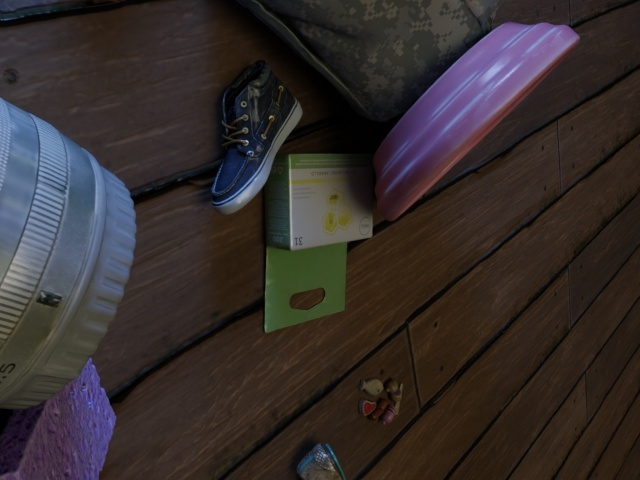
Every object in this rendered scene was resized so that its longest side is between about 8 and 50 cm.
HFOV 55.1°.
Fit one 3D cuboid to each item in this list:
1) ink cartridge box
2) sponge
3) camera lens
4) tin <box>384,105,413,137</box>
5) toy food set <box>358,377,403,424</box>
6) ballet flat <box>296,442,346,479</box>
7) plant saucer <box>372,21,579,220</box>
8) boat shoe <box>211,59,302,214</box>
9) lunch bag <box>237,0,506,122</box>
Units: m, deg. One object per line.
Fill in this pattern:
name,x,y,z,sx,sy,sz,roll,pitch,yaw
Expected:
ink cartridge box,0.000,0.000,0.835,0.171,0.056,0.235,-8,101,-47
sponge,-0.223,0.175,0.528,0.031,0.210,0.117,-13,112,-5
camera lens,-0.291,-0.015,0.392,0.274,0.219,0.219,31,74,-46
tin,0.140,-0.224,0.962,0.106,0.040,0.189,-30,118,-45
toy food set,0.104,0.267,1.015,0.122,0.019,0.078,12,88,-48
ballet flat,0.017,0.385,0.921,0.067,0.073,0.206,-30,118,-10
plant saucer,0.186,-0.166,0.820,0.084,0.332,0.332,47,54,5
boat shoe,-0.092,-0.122,0.711,0.083,0.065,0.183,50,54,-38
lunch bag,0.052,-0.315,0.724,0.305,0.212,0.256,34,89,-42
